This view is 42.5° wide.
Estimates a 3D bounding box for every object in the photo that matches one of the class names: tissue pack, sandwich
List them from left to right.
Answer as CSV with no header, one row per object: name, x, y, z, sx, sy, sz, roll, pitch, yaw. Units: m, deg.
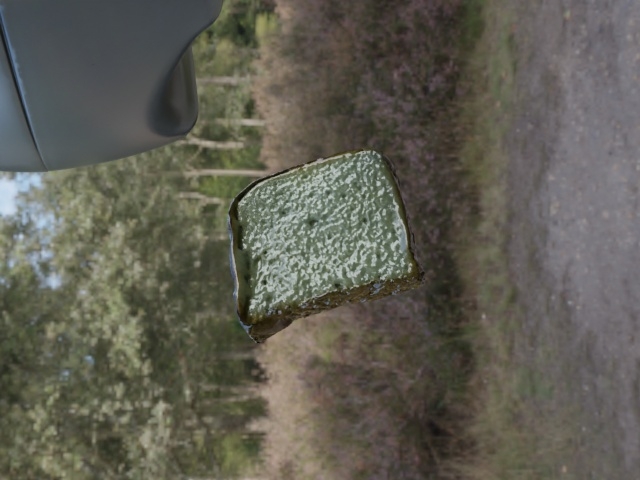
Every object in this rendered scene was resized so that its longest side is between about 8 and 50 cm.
tissue pack,-0.197,-0.176,0.524,0.333,0.236,0.229,134,126,-72
sandwich,0.000,0.000,1.118,0.087,0.251,0.226,52,-158,-62
